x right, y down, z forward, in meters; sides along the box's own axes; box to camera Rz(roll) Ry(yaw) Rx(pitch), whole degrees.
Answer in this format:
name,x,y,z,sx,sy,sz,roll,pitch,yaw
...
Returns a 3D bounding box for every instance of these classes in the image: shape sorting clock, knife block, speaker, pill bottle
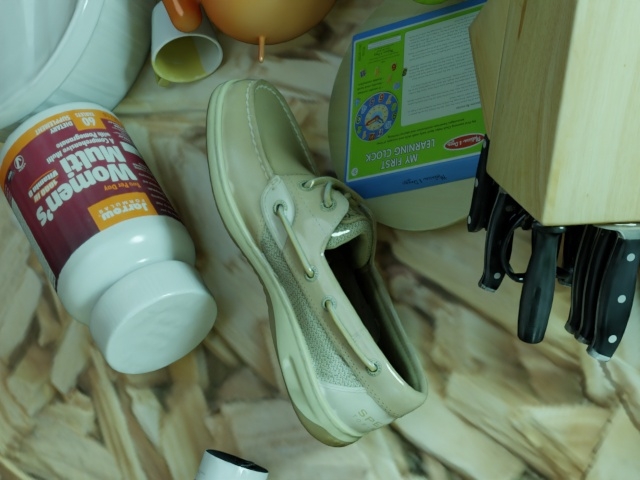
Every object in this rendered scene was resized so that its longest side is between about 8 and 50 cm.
name,x,y,z,sx,sy,sz,roll,pitch,yaw
shape sorting clock,0.087,-0.107,1.052,0.206,0.040,0.206,-15,66,38
knife block,0.173,-0.060,0.862,0.276,0.088,0.242,126,138,-65
speaker,-0.087,0.234,1.065,0.055,0.055,0.136,19,88,35
pill bottle,-0.179,-0.003,1.149,0.121,0.121,0.221,-44,58,15

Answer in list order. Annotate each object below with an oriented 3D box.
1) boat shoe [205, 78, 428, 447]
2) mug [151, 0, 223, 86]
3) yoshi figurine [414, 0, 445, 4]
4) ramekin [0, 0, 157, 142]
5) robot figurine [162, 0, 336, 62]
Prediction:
name,x,y,z,sx,sy,sz,roll,pitch,yaw
boat shoe,0.000,0.000,1.037,0.098,0.109,0.302,-30,68,29
mug,-0.129,-0.180,1.204,0.078,0.062,0.064,-26,56,18
yoshi figurine,0.085,-0.358,1.040,0.203,0.203,0.362,-18,80,20
ramekin,-0.272,-0.210,1.263,0.272,0.127,0.273,-10,71,31
robot figurine,-0.061,-0.252,1.138,0.158,0.128,0.219,-16,60,-18
